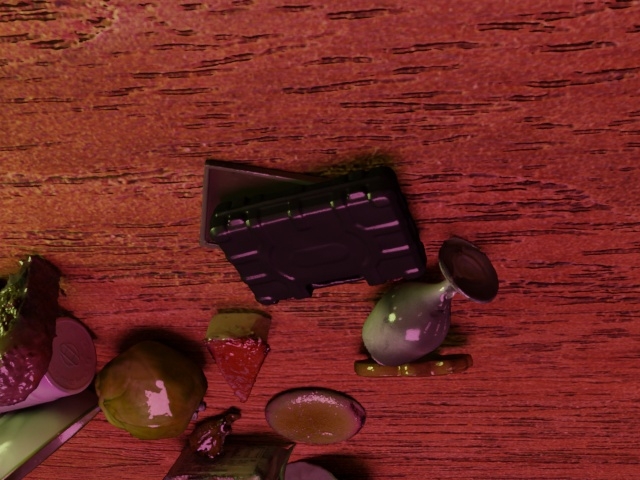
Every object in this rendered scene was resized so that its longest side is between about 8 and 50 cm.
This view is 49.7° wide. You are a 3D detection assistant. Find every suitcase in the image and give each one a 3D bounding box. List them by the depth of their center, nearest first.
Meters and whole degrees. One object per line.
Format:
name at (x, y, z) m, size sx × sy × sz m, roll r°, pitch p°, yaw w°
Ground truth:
suitcase at (0.000, 0.000, 1.035) m, size 0.285 × 0.066 × 0.206 m, roll -12°, pitch 136°, yaw 18°

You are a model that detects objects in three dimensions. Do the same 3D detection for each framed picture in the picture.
framed picture at (-0.057, -0.032, 1.067) m, size 0.259 × 0.023 × 0.189 m, roll 9°, pitch 138°, yaw -4°

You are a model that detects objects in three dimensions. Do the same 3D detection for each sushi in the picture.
sushi at (-0.502, 0.159, 1.150) m, size 0.107 × 0.161 × 0.241 m, roll 35°, pitch 88°, yaw -45°

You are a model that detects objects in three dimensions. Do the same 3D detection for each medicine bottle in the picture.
medicine bottle at (-0.575, 0.244, 1.327) m, size 0.253 × 0.152 × 0.152 m, roll -16°, pitch 134°, yaw 22°

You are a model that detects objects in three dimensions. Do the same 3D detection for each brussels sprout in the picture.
brussels sprout at (-0.331, 0.289, 1.344) m, size 0.223 × 0.161 × 0.223 m, roll -1°, pitch 132°, yaw -1°

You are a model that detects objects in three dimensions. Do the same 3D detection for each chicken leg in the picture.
chicken leg at (-0.234, 0.441, 1.578) m, size 0.093 × 0.070 × 0.178 m, roll 41°, pitch 118°, yaw -1°

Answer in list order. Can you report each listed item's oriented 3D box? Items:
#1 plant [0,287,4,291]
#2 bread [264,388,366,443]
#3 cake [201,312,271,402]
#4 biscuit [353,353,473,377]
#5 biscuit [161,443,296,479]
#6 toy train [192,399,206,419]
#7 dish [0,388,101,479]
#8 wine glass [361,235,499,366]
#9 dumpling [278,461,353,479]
plant at (-0.616, 0.110, 1.237) m, size 0.143 × 0.094 × 0.092 m, roll 18°, pitch 123°, yaw 2°
bread at (-0.012, 0.395, 1.523) m, size 0.228 × 0.034 × 0.228 m, roll 2°, pitch 138°, yaw 2°
cake at (-0.127, 0.218, 1.301) m, size 0.116 × 0.086 × 0.220 m, roll -6°, pitch 136°, yaw 15°
biscuit at (0.162, 0.233, 1.266) m, size 0.225 × 0.036 × 0.166 m, roll -6°, pitch 176°, yaw 20°
biscuit at (-0.223, 0.538, 1.603) m, size 0.309 × 0.186 × 0.079 m, roll -4°, pitch 108°, yaw 13°
toy train at (-0.347, 0.344, 1.485) m, size 0.202 × 0.060 × 0.081 m, roll -1°, pitch 130°, yaw 7°
dish at (-0.616, 0.401, 1.439) m, size 0.124 × 0.324 × 0.324 m, roll 49°, pitch 130°, yaw 2°
wine glass at (0.171, 0.109, 1.125) m, size 0.126 × 0.126 × 0.241 m, roll 23°, pitch 136°, yaw -19°
dumpling at (0.022, 0.693, 1.742) m, size 0.211 × 0.270 × 0.321 m, roll 16°, pitch 116°, yaw -44°
